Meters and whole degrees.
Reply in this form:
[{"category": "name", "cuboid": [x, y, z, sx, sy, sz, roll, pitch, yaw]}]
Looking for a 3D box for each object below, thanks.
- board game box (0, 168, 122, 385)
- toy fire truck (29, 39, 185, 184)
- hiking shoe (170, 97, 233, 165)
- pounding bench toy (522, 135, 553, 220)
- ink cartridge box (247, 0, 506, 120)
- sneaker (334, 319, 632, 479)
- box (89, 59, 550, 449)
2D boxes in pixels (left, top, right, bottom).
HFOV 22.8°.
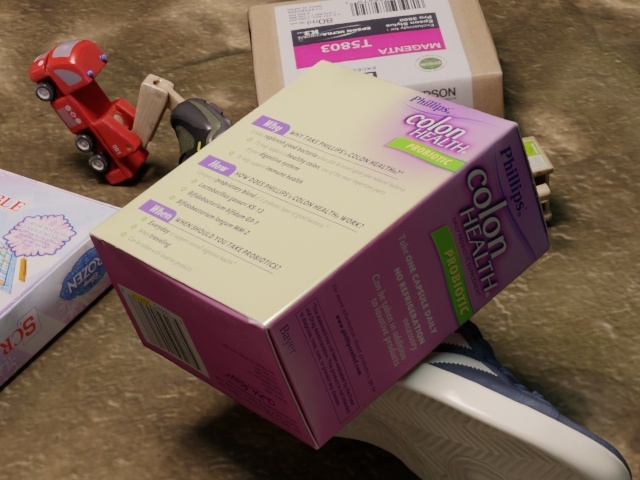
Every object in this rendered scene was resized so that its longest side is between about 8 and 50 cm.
[{"category": "board game box", "cuboid": [-0.382, 0.042, 1.373, 0.319, 0.066, 0.318, 19, 45, 29]}, {"category": "toy fire truck", "cuboid": [-0.168, -0.114, 1.483, 0.135, 0.192, 0.047, -19, 27, 33]}, {"category": "hiking shoe", "cuboid": [-0.108, -0.026, 1.370, 0.114, 0.086, 0.227, -19, 59, -6]}, {"category": "pounding bench toy", "cuboid": [0.176, -0.038, 1.390, 0.052, 0.065, 0.083, -12, 38, -8]}, {"category": "ink cartridge box", "cuboid": [0.051, -0.162, 1.551, 0.235, 0.088, 0.193, -7, 37, -2]}, {"category": "sneaker", "cuboid": [0.094, 0.094, 1.180, 0.350, 0.131, 0.148, 22, 51, 32]}, {"category": "box", "cuboid": [0.000, 0.000, 1.148, 0.243, 0.117, 0.213, -39, 38, -24]}]
